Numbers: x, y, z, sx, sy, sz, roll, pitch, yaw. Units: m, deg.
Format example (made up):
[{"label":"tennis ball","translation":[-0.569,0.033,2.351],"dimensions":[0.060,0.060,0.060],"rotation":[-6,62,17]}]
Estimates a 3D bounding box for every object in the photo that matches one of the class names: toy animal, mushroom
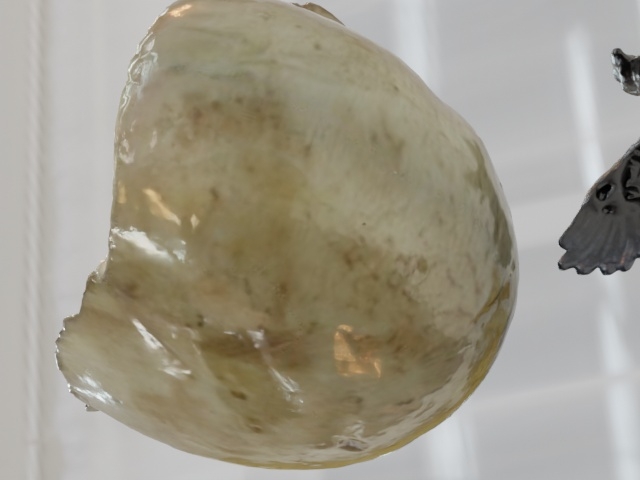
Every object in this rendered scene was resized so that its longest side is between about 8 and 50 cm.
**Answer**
[{"label":"toy animal","translation":[0.185,-0.067,0.810],"dimensions":[0.062,0.108,0.220],"rotation":[51,-120,-36]},{"label":"mushroom","translation":[0.000,0.000,0.794],"dimensions":[0.254,0.189,0.195],"rotation":[110,-176,-56]}]
